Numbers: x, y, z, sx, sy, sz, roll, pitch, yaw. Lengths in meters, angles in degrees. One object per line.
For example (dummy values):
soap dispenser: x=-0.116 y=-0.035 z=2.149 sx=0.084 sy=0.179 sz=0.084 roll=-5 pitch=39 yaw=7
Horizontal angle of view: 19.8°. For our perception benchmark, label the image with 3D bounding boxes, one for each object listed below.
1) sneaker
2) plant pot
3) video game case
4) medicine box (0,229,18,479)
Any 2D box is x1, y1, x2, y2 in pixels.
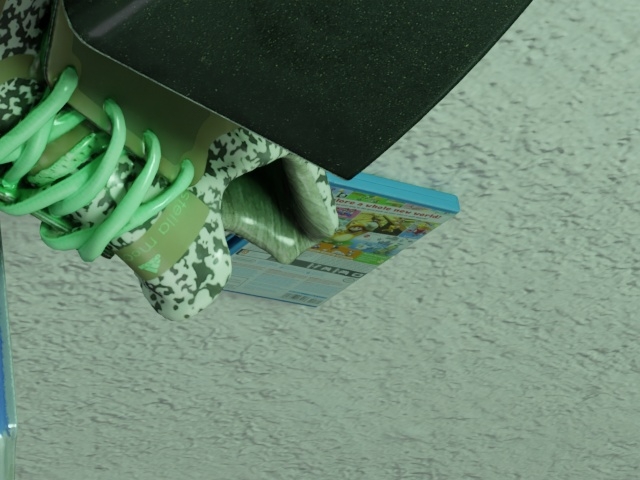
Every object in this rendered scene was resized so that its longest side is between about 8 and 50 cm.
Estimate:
sneaker: x=-0.098 y=-0.053 z=0.841 sx=0.158 sy=0.182 sz=0.410 roll=-33 pitch=167 yaw=29
plant pot: x=0.004 y=-0.166 z=0.761 sx=0.167 sy=0.188 sz=0.187 roll=-31 pitch=147 yaw=25
video game case: x=0.000 y=0.000 z=1.282 sx=0.119 sy=0.015 sz=0.166 roll=12 pitch=147 yaw=-36
medicine box: x=-0.310 y=0.022 z=0.936 sx=0.289 sy=0.263 sz=0.149 roll=-4 pitch=153 yaw=-12
